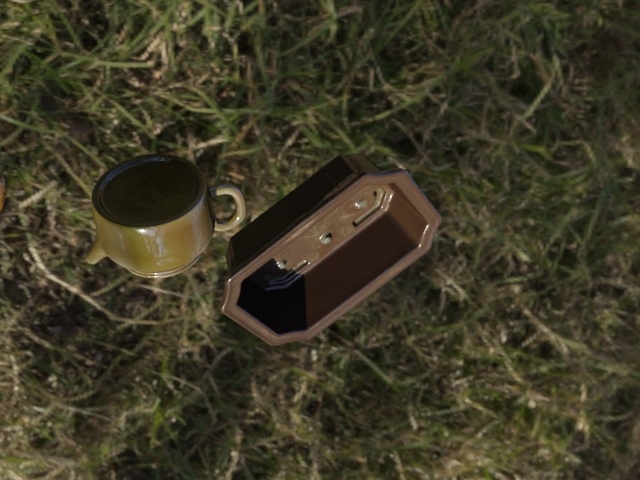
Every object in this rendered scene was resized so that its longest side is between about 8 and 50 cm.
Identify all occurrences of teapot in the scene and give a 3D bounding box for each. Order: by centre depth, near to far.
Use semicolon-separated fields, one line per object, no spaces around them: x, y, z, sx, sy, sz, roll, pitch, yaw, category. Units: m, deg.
-0.248;-0.023;1.436;0.267;0.185;0.175;-14;138;-11;teapot

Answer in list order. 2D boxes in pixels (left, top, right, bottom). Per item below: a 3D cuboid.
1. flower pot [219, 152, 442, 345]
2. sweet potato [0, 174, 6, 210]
0.000;0.000;1.011;0.251;0.084;0.179;-38;140;8;flower pot
-0.513;-0.015;1.352;0.044;0.044;0.179;14;101;-47;sweet potato
